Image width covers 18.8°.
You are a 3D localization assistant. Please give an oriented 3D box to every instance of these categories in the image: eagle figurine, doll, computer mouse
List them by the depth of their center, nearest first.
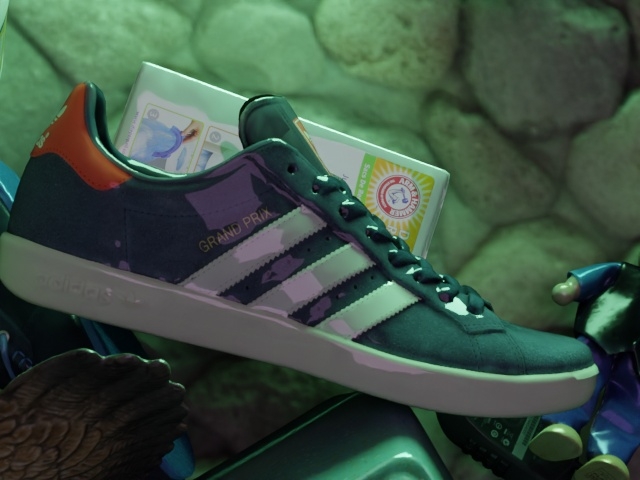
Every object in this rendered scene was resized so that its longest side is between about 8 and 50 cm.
[{"bbox_3d":[-0.247,0.135,1.030,0.298,0.225,0.226,8,65,36],"label":"eagle figurine"},{"bbox_3d":[0.172,0.159,1.266,0.242,0.041,0.071,37,53,-6],"label":"computer mouse"},{"bbox_3d":[0.203,0.074,1.271,0.129,0.046,0.189,34,58,-10],"label":"doll"}]

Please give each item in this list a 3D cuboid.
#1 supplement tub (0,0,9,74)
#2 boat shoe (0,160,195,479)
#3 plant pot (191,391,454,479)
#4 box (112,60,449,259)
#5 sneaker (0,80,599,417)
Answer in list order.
[{"bbox_3d":[-0.262,-0.128,1.160,0.144,0.199,0.144,3,77,-11],"label":"supplement tub"},{"bbox_3d":[-0.171,0.062,1.196,0.089,0.109,0.258,-38,66,5],"label":"boat shoe"},{"bbox_3d":[0.001,0.230,1.100,0.247,0.252,0.247,-29,83,-15],"label":"plant pot"},{"bbox_3d":[-0.037,-0.020,1.222,0.203,0.114,0.103,20,78,-5],"label":"box"},{"bbox_3d":[0.000,0.000,1.096,0.350,0.131,0.148,15,91,-6],"label":"sneaker"}]
